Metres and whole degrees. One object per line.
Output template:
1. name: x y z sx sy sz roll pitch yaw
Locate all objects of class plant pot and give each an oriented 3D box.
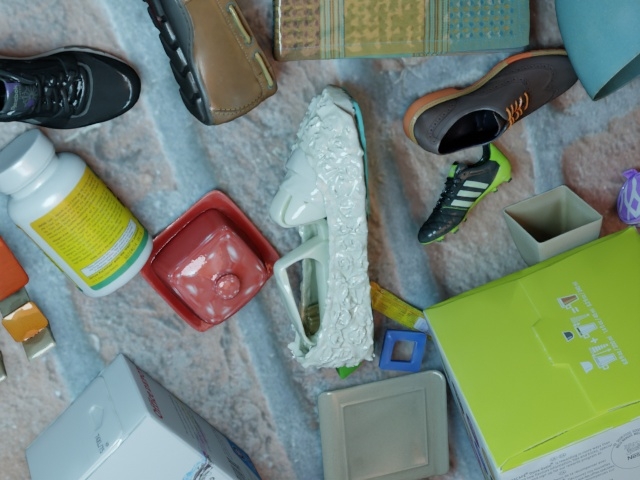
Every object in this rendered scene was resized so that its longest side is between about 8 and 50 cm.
1. plant pot: 0.347 -0.002 1.824 0.109 0.109 0.096 -22 126 -12
2. plant pot: 0.427 -0.352 1.652 0.290 0.290 0.195 -35 82 -6

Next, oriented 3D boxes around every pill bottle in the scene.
1. pill bottle: -0.317 -0.036 1.543 0.117 0.117 0.208 -41 118 -3

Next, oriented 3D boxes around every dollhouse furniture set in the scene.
1. dollhouse furniture set: -0.488 0.088 1.511 0.259 0.135 0.262 -33 117 -7

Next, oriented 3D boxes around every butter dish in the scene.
1. butter dish: -0.138 0.044 1.641 0.160 0.118 0.160 -41 118 -2

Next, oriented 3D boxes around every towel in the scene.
1. towel: 0.112 -0.376 1.630 0.370 0.040 0.271 -6 111 -18

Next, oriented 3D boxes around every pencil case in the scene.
1. pencil case: 0.555 -0.042 1.898 0.206 0.086 0.088 17 68 -28

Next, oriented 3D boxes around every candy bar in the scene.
1. candy bar: 0.127 0.110 1.823 0.161 0.018 0.040 29 100 -28

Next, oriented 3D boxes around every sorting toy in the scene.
1. sorting toy: 0.094 0.290 1.862 0.196 0.047 0.347 -9 110 -12

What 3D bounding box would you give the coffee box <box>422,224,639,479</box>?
1. coffee box: 0.381 0.246 1.730 0.338 0.337 0.334 -22 128 0

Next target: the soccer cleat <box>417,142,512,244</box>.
1. soccer cleat: 0.197 -0.068 1.768 0.179 0.060 0.072 -43 109 -9

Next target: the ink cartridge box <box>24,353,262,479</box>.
1. ink cartridge box: -0.227 0.332 1.667 0.197 0.198 0.270 -45 117 0

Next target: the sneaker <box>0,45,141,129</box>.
1. sneaker: -0.350 -0.173 1.476 0.283 0.124 0.107 0 110 -21

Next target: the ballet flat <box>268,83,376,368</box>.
1. ballet flat: 0.000 0.000 1.661 0.147 0.147 0.409 -12 112 -17

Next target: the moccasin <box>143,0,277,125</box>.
1. moccasin: -0.146 -0.327 1.493 0.147 0.139 0.380 -29 114 -16

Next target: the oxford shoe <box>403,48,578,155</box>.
1. oxford shoe: 0.256 -0.184 1.713 0.271 0.098 0.097 -26 127 -9
